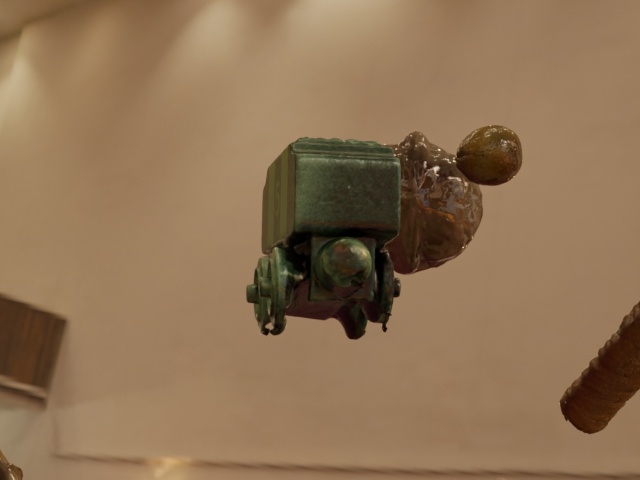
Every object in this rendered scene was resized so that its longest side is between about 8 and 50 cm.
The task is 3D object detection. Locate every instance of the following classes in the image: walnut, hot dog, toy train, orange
[{"bbox_3d":[0.155,-0.062,2.174,0.248,0.248,0.248,9,-18,3],"label":"walnut"},{"bbox_3d":[0.398,0.151,1.651,0.068,0.083,0.289,-11,-37,-38],"label":"hot dog"},{"bbox_3d":[0.000,0.000,1.528,0.167,0.238,0.299,2,-8,-12],"label":"toy train"},{"bbox_3d":[0.237,-0.119,1.789,0.095,0.085,0.085,-8,-19,0],"label":"orange"}]

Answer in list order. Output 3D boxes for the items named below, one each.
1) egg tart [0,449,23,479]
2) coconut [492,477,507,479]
[{"bbox_3d":[-0.402,0.267,1.049,0.341,0.341,0.129,3,-6,19],"label":"egg tart"},{"bbox_3d":[0.273,0.543,2.060,0.309,0.297,0.297,28,-17,7],"label":"coconut"}]
